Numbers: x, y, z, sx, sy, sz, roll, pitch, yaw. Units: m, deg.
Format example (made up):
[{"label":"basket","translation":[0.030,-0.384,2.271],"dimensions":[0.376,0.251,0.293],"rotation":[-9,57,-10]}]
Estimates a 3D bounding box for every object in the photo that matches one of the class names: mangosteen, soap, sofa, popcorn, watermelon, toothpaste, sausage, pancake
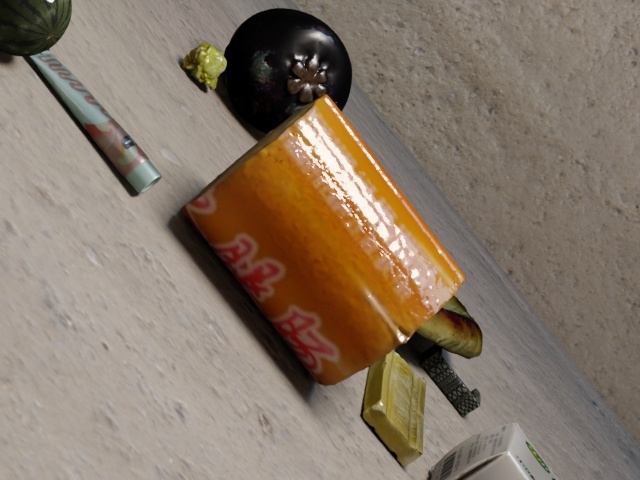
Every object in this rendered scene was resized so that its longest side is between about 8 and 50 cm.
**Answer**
[{"label":"mangosteen","translation":[-0.059,-0.278,2.029],"dimensions":[0.243,0.243,0.243],"rotation":[49,14,-17]},{"label":"soap","translation":[0.104,0.219,1.678],"dimensions":[0.092,0.037,0.252],"rotation":[50,15,-7]},{"label":"sofa","translation":[0.215,0.229,2.010],"dimensions":[0.118,0.039,0.060],"rotation":[52,13,-6]},{"label":"popcorn","translation":[-0.179,-0.271,1.916],"dimensions":[0.083,0.068,0.059],"rotation":[75,28,-46]},{"label":"watermelon","translation":[-0.329,-0.258,1.311],"dimensions":[0.133,0.105,0.105],"rotation":[36,6,26]},{"label":"toothpaste","translation":[-0.259,-0.141,1.388],"dimensions":[0.205,0.036,0.056],"rotation":[50,15,2]},{"label":"sausage","translation":[0.000,0.000,1.486],"dimensions":[0.287,0.233,0.233],"rotation":[54,14,-4]},{"label":"pancake","translation":[0.167,0.086,2.064],"dimensions":[0.305,0.067,0.427],"rotation":[47,11,26]}]

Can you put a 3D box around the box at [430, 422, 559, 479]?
[{"label":"box","translation":[0.278,0.408,1.560],"dimensions":[0.332,0.145,0.173],"rotation":[54,12,4]}]
